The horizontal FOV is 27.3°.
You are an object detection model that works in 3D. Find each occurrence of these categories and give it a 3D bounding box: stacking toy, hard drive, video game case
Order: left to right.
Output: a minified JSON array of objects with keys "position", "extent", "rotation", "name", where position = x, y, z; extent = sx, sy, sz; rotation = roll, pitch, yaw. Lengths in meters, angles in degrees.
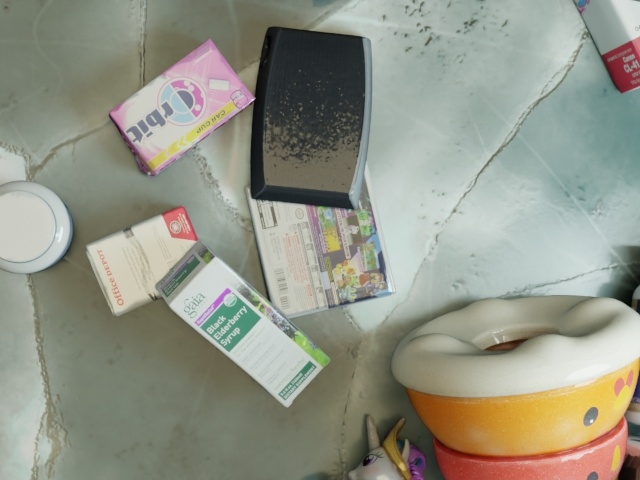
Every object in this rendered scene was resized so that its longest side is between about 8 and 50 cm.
[{"position":[-0.010,-0.179,1.882],"extent":[0.172,0.054,0.255],"rotation":[6,81,-6],"name":"hard drive"},{"position":[0.000,0.000,1.909],"extent":[0.183,0.023,0.201],"rotation":[-13,90,-8],"name":"video game case"},{"position":[0.301,0.333,1.818],"extent":[0.350,0.350,0.480],"rotation":[-12,101,-8],"name":"stacking toy"}]

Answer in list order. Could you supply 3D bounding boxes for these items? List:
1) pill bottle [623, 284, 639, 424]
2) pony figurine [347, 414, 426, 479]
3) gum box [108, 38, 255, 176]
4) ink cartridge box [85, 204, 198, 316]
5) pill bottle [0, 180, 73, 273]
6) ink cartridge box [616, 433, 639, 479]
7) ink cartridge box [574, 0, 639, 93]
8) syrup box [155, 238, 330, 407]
[{"position":[0.526,0.141,1.919],"extent":[0.153,0.153,0.265],"rotation":[6,87,-8],"name":"pill bottle"},{"position":[0.069,0.437,1.781],"extent":[0.363,0.303,0.351],"rotation":[-36,56,-18],"name":"pony figurine"},{"position":[-0.200,-0.184,1.862],"extent":[0.188,0.062,0.107],"rotation":[-37,94,-7],"name":"gum box"},{"position":[-0.242,0.029,1.851],"extent":[0.150,0.063,0.109],"rotation":[-23,93,-8],"name":"ink cartridge box"},{"position":[-0.393,-0.017,1.750],"extent":[0.124,0.221,0.124],"rotation":[0,88,-8],"name":"pill bottle"},{"position":[0.553,0.372,1.795],"extent":[0.285,0.395,0.166],"rotation":[7,88,-9],"name":"ink cartridge box"},{"position":[0.488,-0.403,1.936],"extent":[0.226,0.131,0.306],"rotation":[-28,94,-8],"name":"ink cartridge box"},{"position":[-0.107,0.114,1.817],"extent":[0.093,0.096,0.237],"rotation":[-47,115,-2],"name":"syrup box"}]
